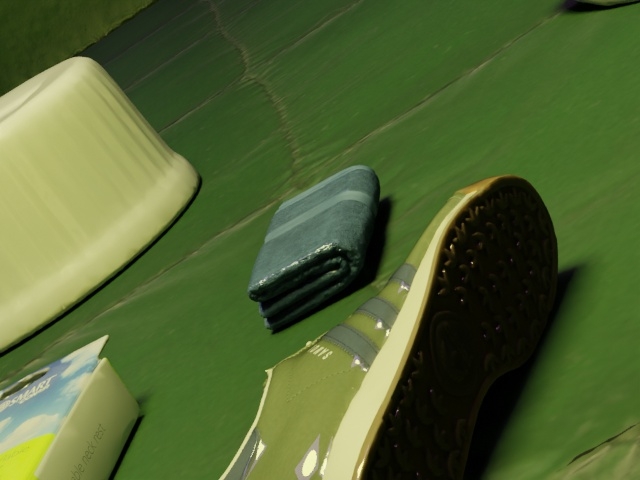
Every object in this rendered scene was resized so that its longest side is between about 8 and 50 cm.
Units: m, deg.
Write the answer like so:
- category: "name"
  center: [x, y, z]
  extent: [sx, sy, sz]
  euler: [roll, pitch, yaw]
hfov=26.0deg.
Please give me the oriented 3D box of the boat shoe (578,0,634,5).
- category: "boat shoe"
  center: [0.211, -0.196, 0.798]
  extent: [0.084, 0.095, 0.258]
  euler: [-37, 26, -25]

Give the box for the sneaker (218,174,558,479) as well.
- category: "sneaker"
  center: [0.018, 0.045, 0.493]
  extent: [0.086, 0.064, 0.192]
  euler: [-16, 27, 35]

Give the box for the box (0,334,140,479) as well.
- category: "box"
  center: [-0.153, 0.121, 0.649]
  extent: [0.109, 0.042, 0.178]
  euler: [-28, 17, 19]

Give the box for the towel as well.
- category: "towel"
  center: [0.000, 0.000, 0.726]
  extent: [0.067, 0.029, 0.119]
  euler: [-29, 16, 18]

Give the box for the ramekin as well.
- category: "ramekin"
  center: [-0.245, -0.025, 1.087]
  extent: [0.277, 0.135, 0.277]
  euler: [-31, 17, 10]
